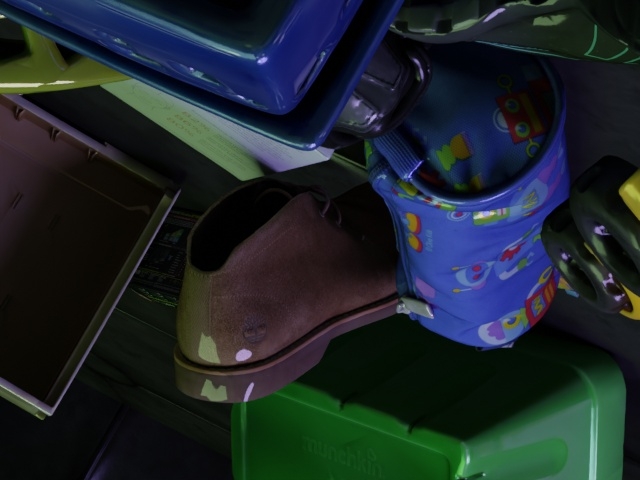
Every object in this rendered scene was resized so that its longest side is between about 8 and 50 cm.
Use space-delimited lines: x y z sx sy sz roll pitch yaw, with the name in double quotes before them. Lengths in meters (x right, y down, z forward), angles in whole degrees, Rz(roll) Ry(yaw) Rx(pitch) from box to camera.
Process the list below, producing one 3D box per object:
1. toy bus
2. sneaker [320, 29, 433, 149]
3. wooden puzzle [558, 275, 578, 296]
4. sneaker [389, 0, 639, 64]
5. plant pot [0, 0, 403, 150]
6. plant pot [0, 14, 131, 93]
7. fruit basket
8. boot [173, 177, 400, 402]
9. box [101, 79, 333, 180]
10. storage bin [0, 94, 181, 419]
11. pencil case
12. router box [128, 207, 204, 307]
"toy bus" 0.238 0.019 1.003 0.211 0.149 0.220 51 171 5
"sneaker" -0.007 -0.116 1.112 0.135 0.097 0.276 32 -172 -11
"wooden puzzle" 0.179 0.023 1.525 0.083 0.006 0.049 40 162 -35
"sneaker" 0.149 -0.134 0.952 0.267 0.101 0.106 12 -174 35
"plant pot" -0.056 -0.183 0.864 0.236 0.236 0.212 25 171 13
"plant pot" -0.239 -0.179 1.060 0.228 0.207 0.227 7 112 47
"fruit basket" 0.144 0.193 1.813 0.392 0.283 0.392 -1 -164 0
"boot" 0.000 0.000 1.397 0.112 0.305 0.115 10 117 28
"box" -0.054 -0.117 1.328 0.130 0.091 0.170 34 165 -17
"storage bin" -0.302 -0.008 1.817 0.262 0.260 0.123 30 164 -4
"pencil case" 0.096 -0.027 1.279 0.119 0.133 0.306 50 171 20
"router box" -0.127 0.020 1.916 0.122 0.092 0.038 13 158 49
